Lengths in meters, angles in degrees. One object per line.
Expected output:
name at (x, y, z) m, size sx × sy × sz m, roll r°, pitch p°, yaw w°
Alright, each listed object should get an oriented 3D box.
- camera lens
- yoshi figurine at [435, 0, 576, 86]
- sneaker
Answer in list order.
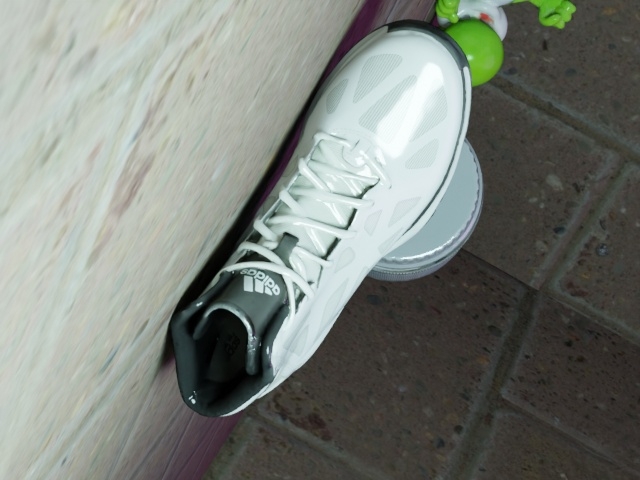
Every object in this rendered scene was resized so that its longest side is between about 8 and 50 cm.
camera lens at (0.103, -0.060, 2.127) m, size 0.219 × 0.219 × 0.274 m, roll -60°, pitch 177°, yaw -3°
yoshi figurine at (0.284, -0.385, 2.534) m, size 0.203 × 0.203 × 0.362 m, roll -27°, pitch 152°, yaw -54°
sneaker at (0.001, 0.001, 1.565) m, size 0.447 × 0.169 × 0.257 m, roll -59°, pitch 179°, yaw 20°
